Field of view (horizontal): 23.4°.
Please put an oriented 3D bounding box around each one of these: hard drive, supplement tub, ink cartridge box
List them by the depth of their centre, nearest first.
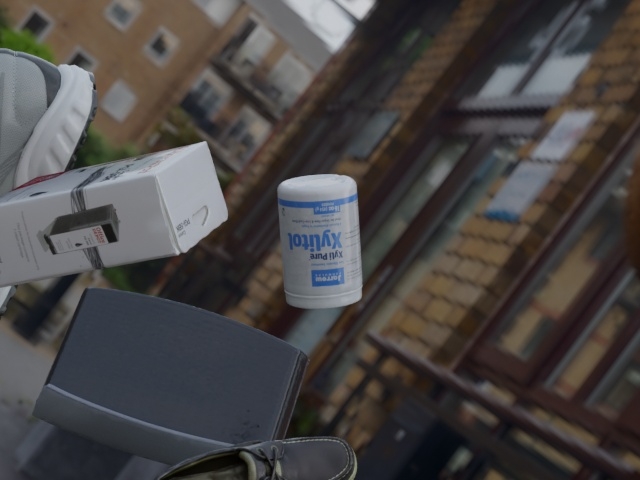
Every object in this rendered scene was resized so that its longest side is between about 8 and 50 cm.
[{"bbox_3d":[-0.143,-0.018,1.018,0.099,0.135,0.056,-46,123,-67],"label":"ink cartridge box"},{"bbox_3d":[0.000,0.000,1.344,0.071,0.107,0.071,-4,12,1],"label":"supplement tub"},{"bbox_3d":[-0.151,0.142,1.590,0.254,0.172,0.054,16,-33,4],"label":"hard drive"}]

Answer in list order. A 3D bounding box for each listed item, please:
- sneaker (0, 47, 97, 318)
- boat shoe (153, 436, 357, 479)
[{"bbox_3d":[-0.265,-0.019,1.164,0.108,0.271,0.100,22,5,-18],"label":"sneaker"},{"bbox_3d":[-0.047,0.170,1.094,0.049,0.152,0.056,92,-19,-65],"label":"boat shoe"}]
